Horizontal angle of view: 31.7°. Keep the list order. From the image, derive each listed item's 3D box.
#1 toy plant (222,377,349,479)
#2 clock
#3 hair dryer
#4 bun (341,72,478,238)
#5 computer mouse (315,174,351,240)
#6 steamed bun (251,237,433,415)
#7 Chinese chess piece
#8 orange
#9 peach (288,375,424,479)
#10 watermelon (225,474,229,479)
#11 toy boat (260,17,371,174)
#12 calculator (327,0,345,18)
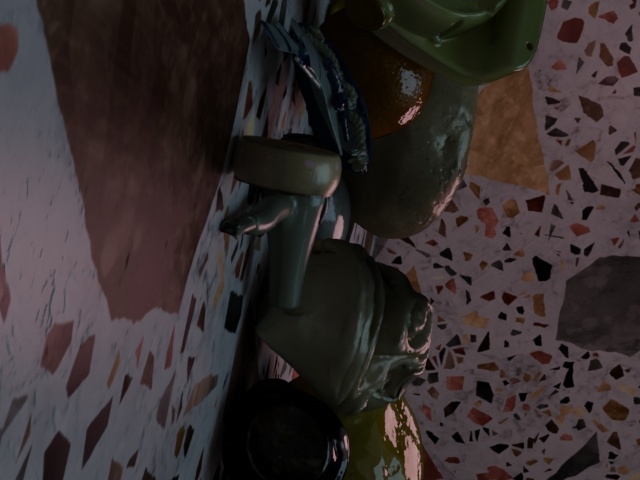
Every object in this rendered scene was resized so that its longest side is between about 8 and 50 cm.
[{"bbox_3d":[-0.052,0.291,1.582,0.235,0.175,0.218,104,-27,-74],"label":"toy plant"},{"bbox_3d":[0.147,-0.387,1.484,0.117,0.348,0.286,-13,-119,58],"label":"clock"},{"bbox_3d":[-0.063,0.014,1.409,0.267,0.092,0.229,-55,151,-51],"label":"hair dryer"},{"bbox_3d":[0.122,-0.169,1.932,0.362,0.234,0.326,124,-29,-55],"label":"bun"},{"bbox_3d":[0.000,0.000,1.889,0.379,0.090,0.167,95,10,-56],"label":"computer mouse"},{"bbox_3d":[0.046,0.115,1.664,0.206,0.275,0.320,-40,180,9],"label":"steamed bun"},{"bbox_3d":[-0.037,-0.083,1.248,0.122,0.122,0.051,-47,149,-78],"label":"Chinese chess piece"},{"bbox_3d":[0.069,-0.242,1.604,0.206,0.206,0.206,11,90,-83],"label":"orange"},{"bbox_3d":[0.024,0.363,1.889,0.314,0.281,0.316,62,16,-20],"label":"peach"},{"bbox_3d":[-0.112,0.370,1.659,0.105,0.062,0.106,2,90,-84],"label":"watermelon"},{"bbox_3d":[0.005,-0.173,1.366,0.210,0.070,0.291,63,9,-5],"label":"toy boat"},{"bbox_3d":[0.027,-0.315,1.797,0.235,0.032,0.146,-61,161,-74],"label":"calculator"}]
